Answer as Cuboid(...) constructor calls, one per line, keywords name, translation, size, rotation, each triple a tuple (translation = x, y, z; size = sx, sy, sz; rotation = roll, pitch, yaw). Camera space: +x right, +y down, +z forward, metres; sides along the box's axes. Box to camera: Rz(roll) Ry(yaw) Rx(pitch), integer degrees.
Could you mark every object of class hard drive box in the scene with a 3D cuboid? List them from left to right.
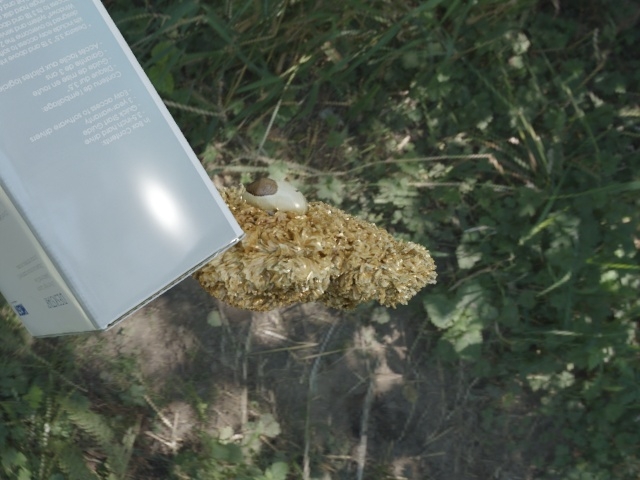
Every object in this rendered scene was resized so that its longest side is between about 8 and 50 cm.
Cuboid(name="hard drive box", translation=(-0.168, -0.065, 0.421), size=(0.089, 0.181, 0.232), rotation=(-36, 101, -29))

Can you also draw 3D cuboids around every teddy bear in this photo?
Cuboid(name="teddy bear", translation=(0.000, 0.000, 0.814), size=(0.338, 0.245, 0.113), rotation=(12, 107, -44))
